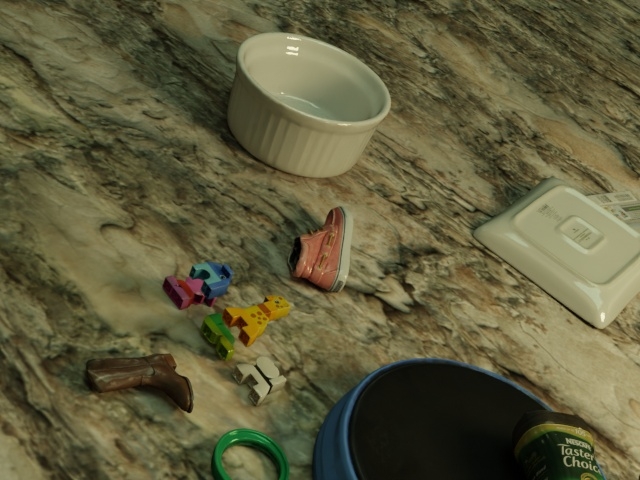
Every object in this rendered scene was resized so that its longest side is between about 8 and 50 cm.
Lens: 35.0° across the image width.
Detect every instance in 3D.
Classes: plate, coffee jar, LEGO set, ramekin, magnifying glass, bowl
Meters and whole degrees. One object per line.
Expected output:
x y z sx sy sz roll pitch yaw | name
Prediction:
0.450 0.001 1.781 0.278 0.045 0.277 38 46 22 | plate
0.288 0.285 1.189 0.096 0.079 0.184 12 37 -16 | coffee jar
-0.101 0.097 1.336 0.093 0.087 0.227 -14 51 -41 | LEGO set
-0.029 -0.231 1.760 0.277 0.135 0.277 15 36 -11 | ramekin
-0.067 0.307 1.139 0.092 0.026 0.231 7 37 -23 | magnifying glass
0.185 0.299 1.247 0.391 0.077 0.391 16 36 -12 | bowl

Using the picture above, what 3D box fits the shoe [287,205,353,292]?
0.000 0.000 1.537 0.081 0.063 0.178 20 39 -14 | shoe

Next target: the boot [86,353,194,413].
-0.218 0.174 1.210 0.114 0.037 0.106 1 28 -34 | boot

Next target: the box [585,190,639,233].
0.596 -0.019 1.928 0.145 0.038 0.186 -8 45 -36 | box

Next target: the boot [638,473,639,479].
0.540 0.335 1.404 0.213 0.077 0.165 31 36 2 | boot
